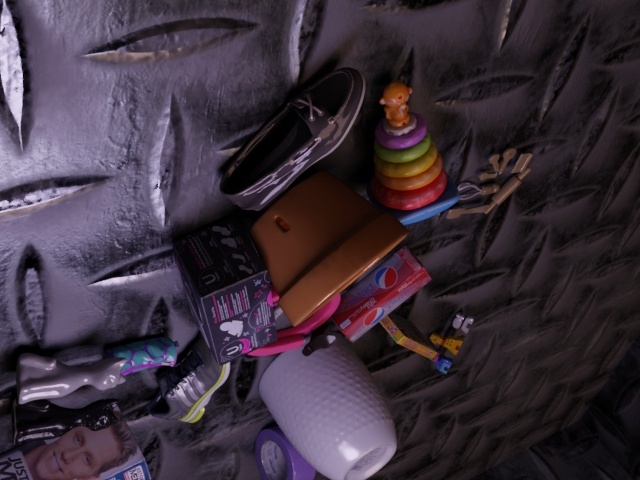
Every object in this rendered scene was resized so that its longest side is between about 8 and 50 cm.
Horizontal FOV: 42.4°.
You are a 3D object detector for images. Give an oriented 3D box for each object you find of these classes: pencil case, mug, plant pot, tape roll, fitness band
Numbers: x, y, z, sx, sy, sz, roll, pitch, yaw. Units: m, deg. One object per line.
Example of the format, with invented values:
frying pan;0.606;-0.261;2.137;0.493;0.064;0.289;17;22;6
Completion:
pencil case;-0.375;0.246;1.729;0.152;0.070;0.064;-9;137;-36
mug;0.055;0.465;2.164;0.276;0.328;0.374;-40;147;2
plant pot;0.000;0.000;1.611;0.291;0.203;0.291;-38;175;-4
tape roll;-0.100;0.613;2.321;0.080;0.189;0.189;-10;137;-37
fitness band;-0.079;0.178;1.946;0.291;0.054;0.209;-8;136;-40

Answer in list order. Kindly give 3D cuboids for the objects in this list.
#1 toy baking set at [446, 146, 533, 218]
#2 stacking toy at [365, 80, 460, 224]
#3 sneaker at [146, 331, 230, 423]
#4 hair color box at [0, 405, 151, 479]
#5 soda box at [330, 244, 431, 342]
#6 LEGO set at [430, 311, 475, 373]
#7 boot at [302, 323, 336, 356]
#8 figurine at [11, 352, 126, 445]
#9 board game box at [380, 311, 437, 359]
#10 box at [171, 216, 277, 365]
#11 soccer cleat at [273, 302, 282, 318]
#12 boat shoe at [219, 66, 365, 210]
toy baking set;0.423;-0.141;2.068;0.256;0.030;0.197;-48;143;14
stacking toy;0.166;-0.195;1.668;0.175;0.165;0.301;-22;133;-5
sneaker;-0.296;0.309;1.851;0.121;0.111;0.299;1;128;-39
hair color box;-0.562;0.506;1.767;0.347;0.174;0.105;-24;143;-22
soda box;0.148;0.136;2.083;0.263;0.083;0.092;-39;147;1
LEGO set;0.380;0.318;2.534;0.087;0.093;0.227;-46;160;-56
boot;0.009;0.234;2.052;0.106;0.037;0.114;-29;-171;26
figurine;-0.493;0.306;1.630;0.210;0.092;0.214;1;132;-25
board game box;0.238;0.257;2.275;0.039;0.124;0.259;-44;146;7
box;-0.191;0.104;1.651;0.142;0.163;0.247;-23;144;-16
soccer cleat;-0.103;0.163;1.835;0.083;0.035;0.029;-16;137;-31
boat shoe;-0.052;-0.182;1.488;0.335;0.112;0.096;-47;151;19
